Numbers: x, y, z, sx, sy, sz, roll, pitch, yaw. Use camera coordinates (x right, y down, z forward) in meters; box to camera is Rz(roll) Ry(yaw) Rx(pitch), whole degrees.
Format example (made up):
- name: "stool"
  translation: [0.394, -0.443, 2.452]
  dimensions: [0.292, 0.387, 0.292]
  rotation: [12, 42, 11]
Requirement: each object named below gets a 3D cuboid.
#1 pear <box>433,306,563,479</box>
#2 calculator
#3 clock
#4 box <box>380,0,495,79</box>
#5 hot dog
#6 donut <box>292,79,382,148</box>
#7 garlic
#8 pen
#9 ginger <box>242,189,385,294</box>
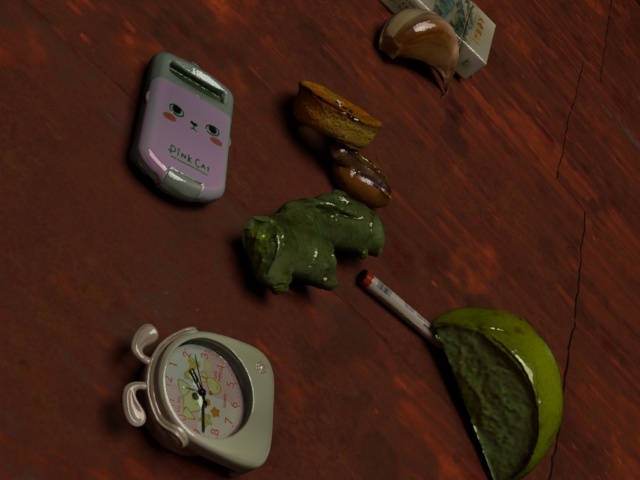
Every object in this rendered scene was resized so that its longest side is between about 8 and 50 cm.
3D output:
- name: "pear"
  translation: [0.327, 0.224, 1.403]
  dimensions: [0.239, 0.139, 0.288]
  rotation: [-8, 76, -61]
- name: "calculator"
  translation: [-0.186, -0.157, 1.190]
  dimensions: [0.141, 0.045, 0.246]
  rotation: [29, 45, -31]
- name: "clock"
  translation: [-0.142, 0.176, 0.992]
  dimensions: [0.191, 0.062, 0.152]
  rotation: [27, 48, -32]
- name: "box"
  translation: [0.256, -0.485, 1.854]
  dimensions: [0.256, 0.069, 0.164]
  rotation: [39, 44, -18]
- name: "hot dog"
  translation: [0.064, -0.109, 1.411]
  dimensions: [0.140, 0.060, 0.090]
  rotation: [39, 36, -13]
- name: "donut"
  translation: [0.023, -0.199, 1.389]
  dimensions: [0.152, 0.058, 0.152]
  rotation: [24, 16, -8]
- name: "garlic"
  translation: [0.212, -0.397, 1.727]
  dimensions: [0.206, 0.115, 0.128]
  rotation: [24, 42, -38]
- name: "pen"
  translation: [0.139, 0.118, 1.363]
  dimensions: [0.218, 0.026, 0.026]
  rotation: [40, 41, -21]
- name: "ginger"
  translation: [-0.004, 0.001, 1.247]
  dimensions: [0.137, 0.089, 0.290]
  rotation: [43, 32, 11]
